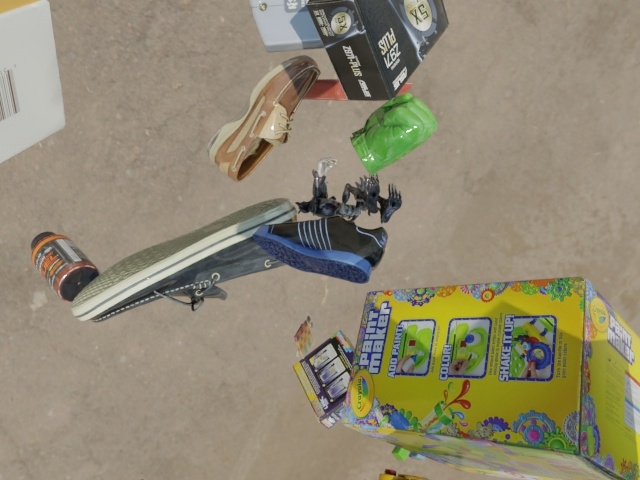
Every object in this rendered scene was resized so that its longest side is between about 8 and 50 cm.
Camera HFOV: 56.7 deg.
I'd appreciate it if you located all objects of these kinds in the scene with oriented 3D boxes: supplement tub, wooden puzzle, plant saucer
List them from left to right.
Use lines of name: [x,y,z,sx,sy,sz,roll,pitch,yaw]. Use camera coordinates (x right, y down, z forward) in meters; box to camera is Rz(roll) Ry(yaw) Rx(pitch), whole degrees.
supplement tub: [-0.607,0.055,1.395,0.106,0.198,0.106,-30,138,-32]
wooden puzzle: [-0.030,0.178,1.073,0.083,0.006,0.049,-56,137,-52]
plant saucer: [0.047,-0.365,1.447,0.259,0.259,0.047,-11,108,-41]

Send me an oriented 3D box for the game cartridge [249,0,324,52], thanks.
game cartridge: [-0.019,-0.441,0.908,0.062,0.198,0.297,5,83,-80]

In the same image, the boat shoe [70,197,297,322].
boat shoe: [-0.260,0.066,1.241,0.501,0.187,0.155,-24,109,-19]

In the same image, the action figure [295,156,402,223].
action figure: [0.057,-0.107,1.364,0.164,0.276,0.140,15,82,-39]

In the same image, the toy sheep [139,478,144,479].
toy sheep: [-0.319,0.497,1.107,0.132,0.091,0.091,39,92,-10]

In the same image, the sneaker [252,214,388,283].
sneaker: [0.000,0.000,0.965,0.090,0.232,0.081,-58,146,-26]

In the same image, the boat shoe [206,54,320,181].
boat shoe: [-0.108,-0.257,1.297,0.324,0.116,0.123,-45,160,22]

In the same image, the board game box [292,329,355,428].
board game box: [0.031,0.300,1.295,0.141,0.170,0.048,-38,128,3]

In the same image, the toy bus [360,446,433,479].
toy bus: [0.209,0.570,1.317,0.202,0.104,0.190,-29,92,-37]

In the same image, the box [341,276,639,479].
box: [0.232,0.188,0.730,0.290,0.279,0.176,35,59,-40]

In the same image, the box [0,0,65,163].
box: [-0.506,-0.210,0.663,0.215,0.346,0.168,-55,162,-48]

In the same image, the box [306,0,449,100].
box: [0.083,-0.298,0.786,0.180,0.078,0.147,-54,135,-27]

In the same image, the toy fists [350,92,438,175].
toy fists: [0.130,-0.203,1.077,0.142,0.279,0.096,-30,99,10]
